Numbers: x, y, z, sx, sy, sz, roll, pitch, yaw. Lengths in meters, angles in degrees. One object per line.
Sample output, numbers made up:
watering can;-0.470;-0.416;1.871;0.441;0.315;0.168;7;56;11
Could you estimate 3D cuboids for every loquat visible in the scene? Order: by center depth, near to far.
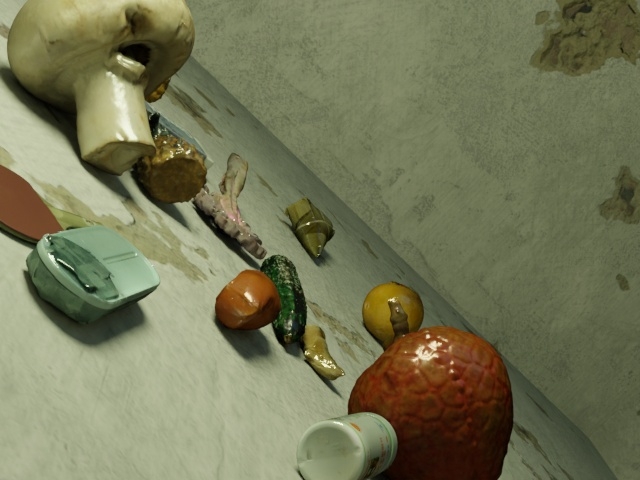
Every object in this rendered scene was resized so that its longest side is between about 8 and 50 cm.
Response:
loquat;0.157;0.156;2.304;0.141;0.141;0.141;44;8;-8

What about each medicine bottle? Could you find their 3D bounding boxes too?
medicine bottle;0.036;0.262;1.335;0.086;0.086;0.183;48;9;16

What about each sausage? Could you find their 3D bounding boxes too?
sausage;-0.103;0.086;1.517;0.089;0.089;0.179;46;3;5

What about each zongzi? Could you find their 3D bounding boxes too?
zongzi;0.000;0.000;2.517;0.160;0.078;0.176;35;23;-53

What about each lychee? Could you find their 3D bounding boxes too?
lychee;0.150;0.233;1.521;0.300;0.255;0.255;53;10;18

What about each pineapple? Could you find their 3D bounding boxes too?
pineapple;-0.271;-0.146;1.789;0.111;0.119;0.237;-9;31;-21

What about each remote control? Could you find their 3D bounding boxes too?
remote control;-0.245;0.035;1.170;0.104;0.052;0.247;45;8;4

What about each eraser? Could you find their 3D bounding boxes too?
eraser;-0.302;-0.208;2.107;0.212;0.046;0.092;35;13;-51

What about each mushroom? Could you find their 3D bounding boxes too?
mushroom;-0.311;-0.257;1.625;0.290;0.292;0.292;66;15;18

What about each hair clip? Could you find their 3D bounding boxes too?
hair clip;-0.169;-0.069;1.998;0.173;0.069;0.300;41;19;-22

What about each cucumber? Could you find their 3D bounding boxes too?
cucumber;-0.058;0.097;1.767;0.067;0.067;0.293;43;9;-19

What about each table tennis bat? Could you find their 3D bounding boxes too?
table tennis bat;-0.329;-0.034;1.226;0.138;0.022;0.246;50;11;27

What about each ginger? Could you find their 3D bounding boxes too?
ginger;-0.005;0.176;1.720;0.057;0.044;0.137;62;-1;-35

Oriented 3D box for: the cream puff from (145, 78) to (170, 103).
cream puff;-0.376;-0.341;2.197;0.144;0.103;0.126;48;22;18
